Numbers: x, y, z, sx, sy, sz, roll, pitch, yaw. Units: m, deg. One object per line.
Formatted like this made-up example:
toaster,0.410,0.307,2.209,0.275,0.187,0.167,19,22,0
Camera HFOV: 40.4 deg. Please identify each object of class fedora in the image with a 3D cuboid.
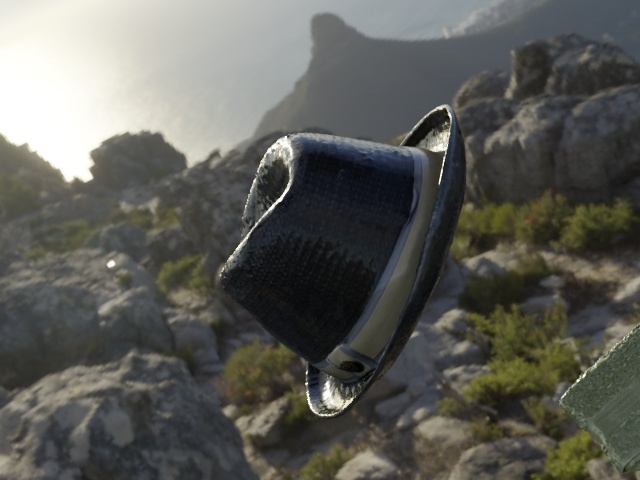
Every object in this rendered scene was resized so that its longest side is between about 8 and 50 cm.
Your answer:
fedora,0.000,0.000,0.803,0.334,0.152,0.334,-158,90,-80

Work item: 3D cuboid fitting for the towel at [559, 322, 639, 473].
towel,0.318,0.145,0.855,0.148,0.027,0.110,-43,50,6
